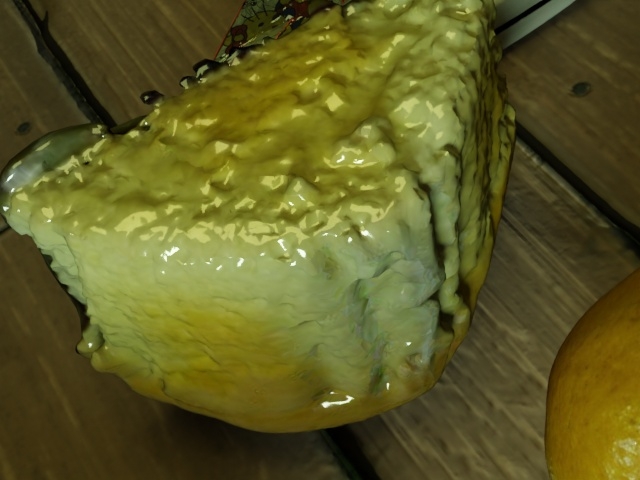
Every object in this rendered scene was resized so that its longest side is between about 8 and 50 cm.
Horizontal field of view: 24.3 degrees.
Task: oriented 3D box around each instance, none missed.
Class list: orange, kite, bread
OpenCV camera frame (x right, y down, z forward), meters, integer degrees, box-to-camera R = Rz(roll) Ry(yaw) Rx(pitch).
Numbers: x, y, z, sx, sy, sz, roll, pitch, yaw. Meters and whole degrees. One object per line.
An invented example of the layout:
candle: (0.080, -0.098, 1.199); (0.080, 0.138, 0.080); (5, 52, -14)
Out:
orange: (0.173, 0.078, 0.616); (0.159, 0.159, 0.136); (-2, 6, 23)
kite: (0.028, -0.179, 1.002); (0.244, 0.006, 0.198); (-34, 45, -6)
bread: (0.000, 0.000, 0.733); (0.262, 0.204, 0.162); (-31, 57, -8)

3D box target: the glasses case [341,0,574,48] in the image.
glasses case: (0.089, -0.149, 0.915); (0.204, 0.051, 0.081); (-31, 49, -5)
